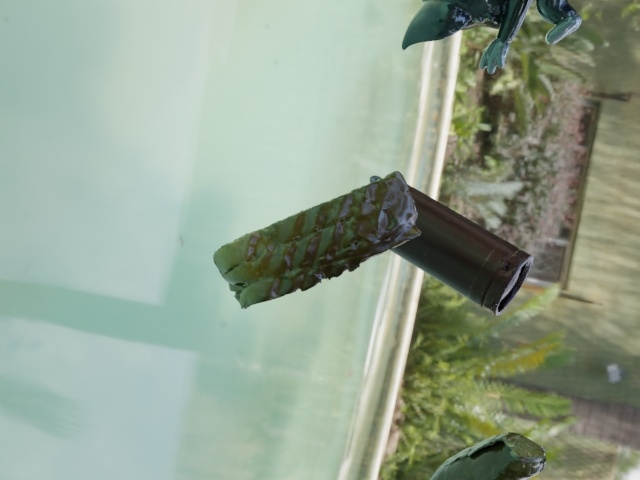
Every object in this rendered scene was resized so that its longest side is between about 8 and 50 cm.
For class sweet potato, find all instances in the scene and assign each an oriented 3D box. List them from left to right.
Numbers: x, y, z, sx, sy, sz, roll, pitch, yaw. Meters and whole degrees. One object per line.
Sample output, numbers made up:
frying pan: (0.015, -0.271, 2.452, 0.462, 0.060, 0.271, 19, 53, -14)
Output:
sweet potato: (0.126, 0.267, 0.735, 0.285, 0.085, 0.112, -62, -153, 32)

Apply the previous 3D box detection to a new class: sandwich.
sandwich: (0.000, 0.000, 0.779, 0.215, 0.186, 0.065, -35, 103, -85)

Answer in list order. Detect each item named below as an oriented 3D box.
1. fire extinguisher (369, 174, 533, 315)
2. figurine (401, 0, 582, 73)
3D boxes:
fire extinguisher: (0.147, -0.002, 1.107, 0.105, 0.269, 0.104, -45, 154, -29)
figurine: (0.227, -0.310, 1.006, 0.265, 0.140, 0.193, 15, -91, 60)
